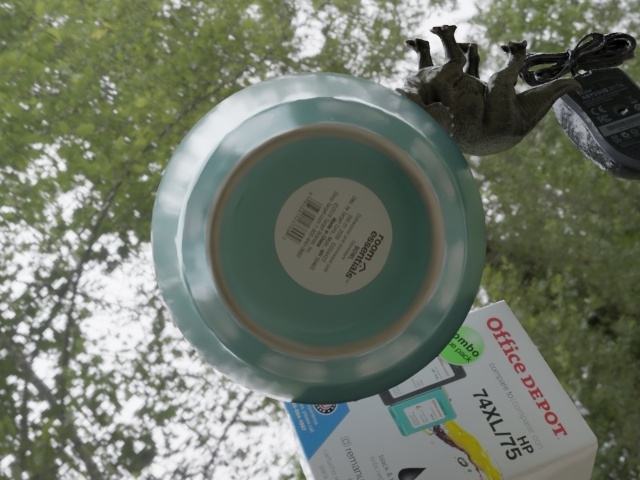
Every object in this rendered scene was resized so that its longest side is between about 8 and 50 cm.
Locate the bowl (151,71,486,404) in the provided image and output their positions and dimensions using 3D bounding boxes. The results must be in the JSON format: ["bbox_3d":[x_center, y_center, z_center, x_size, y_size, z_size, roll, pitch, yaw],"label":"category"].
[{"bbox_3d":[0.000,0.000,0.698,0.311,0.311,0.163,-57,1,1],"label":"bowl"}]

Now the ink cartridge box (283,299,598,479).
[{"bbox_3d":[0.122,0.233,0.906,0.270,0.198,0.197,-20,-41,-8],"label":"ink cartridge box"}]

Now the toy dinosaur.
[{"bbox_3d":[0.177,-0.164,1.001,0.314,0.121,0.160,2,-92,-33],"label":"toy dinosaur"}]

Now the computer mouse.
[{"bbox_3d":[0.397,-0.171,1.141,0.188,0.272,0.072,-15,-39,-9],"label":"computer mouse"}]
